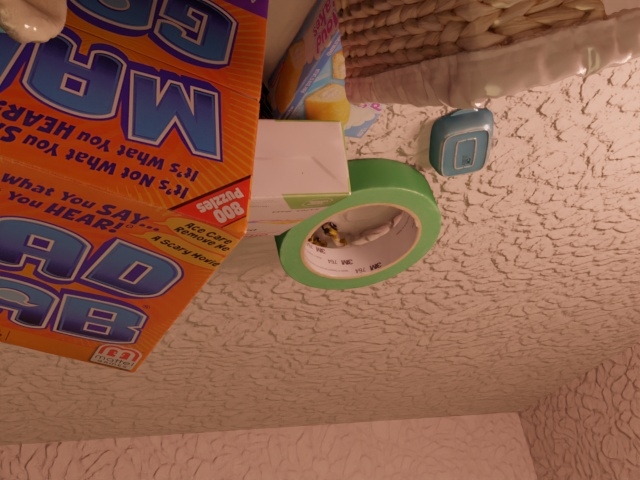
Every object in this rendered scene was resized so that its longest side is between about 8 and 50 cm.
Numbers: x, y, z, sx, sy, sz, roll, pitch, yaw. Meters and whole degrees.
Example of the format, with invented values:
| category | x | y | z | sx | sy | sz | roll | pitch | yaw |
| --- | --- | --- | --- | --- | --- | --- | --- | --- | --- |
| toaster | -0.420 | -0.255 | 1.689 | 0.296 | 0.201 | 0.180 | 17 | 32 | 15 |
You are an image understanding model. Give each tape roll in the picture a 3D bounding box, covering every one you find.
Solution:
| category | x | y | z | sx | sy | sz | roll | pitch | yaw |
| --- | --- | --- | --- | --- | --- | --- | --- | --- | --- |
| tape roll | 0.071 | -0.024 | 1.514 | 0.321 | 0.077 | 0.321 | -9 | 144 | -7 |

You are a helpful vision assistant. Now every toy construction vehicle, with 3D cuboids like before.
| category | x | y | z | sx | sy | sz | roll | pitch | yaw |
| --- | --- | --- | --- | --- | --- | --- | --- | --- | --- |
| toy construction vehicle | 0.000 | 0.000 | 1.619 | 0.086 | 0.035 | 0.098 | -22 | 150 | 19 |

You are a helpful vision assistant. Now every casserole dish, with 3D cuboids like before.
| category | x | y | z | sx | sy | sz | roll | pitch | yaw |
| --- | --- | --- | --- | --- | --- | --- | --- | --- | --- |
| casserole dish | 0.256 | -0.169 | 1.401 | 0.114 | 0.037 | 0.188 | -11 | 153 | 0 |

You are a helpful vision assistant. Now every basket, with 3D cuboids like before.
| category | x | y | z | sx | sy | sz | roll | pitch | yaw |
| --- | --- | --- | --- | --- | --- | --- | --- | --- | --- |
| basket | 0.192 | -0.288 | 0.727 | 0.328 | 0.266 | 0.331 | -17 | -165 | -13 |

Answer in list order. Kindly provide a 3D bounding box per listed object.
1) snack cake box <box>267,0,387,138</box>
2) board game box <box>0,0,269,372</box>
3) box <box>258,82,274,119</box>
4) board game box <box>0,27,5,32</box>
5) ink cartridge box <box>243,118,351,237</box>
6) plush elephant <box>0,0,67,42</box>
| category | x | y | z | sx | sy | sz | roll | pitch | yaw |
| --- | --- | --- | --- | --- | --- | --- | --- | --- | --- |
| snack cake box | 0.049 | -0.262 | 1.096 | 0.152 | 0.089 | 0.264 | 6 | 148 | -27 |
| board game box | -0.302 | -0.113 | 0.890 | 0.356 | 0.356 | 0.356 | 18 | 142 | -22 |
| box | -0.176 | -0.210 | 1.148 | 0.175 | 0.051 | 0.220 | -18 | 151 | 13 |
| board game box | -0.439 | -0.309 | 0.652 | 0.336 | 0.253 | 0.079 | 2 | 149 | -22 |
| ink cartridge box | -0.123 | -0.078 | 1.226 | 0.207 | 0.119 | 0.353 | -3 | 170 | -25 |
| plush elephant | -0.170 | -0.303 | 0.571 | 0.330 | 0.255 | 0.271 | -3 | 126 | 43 |
